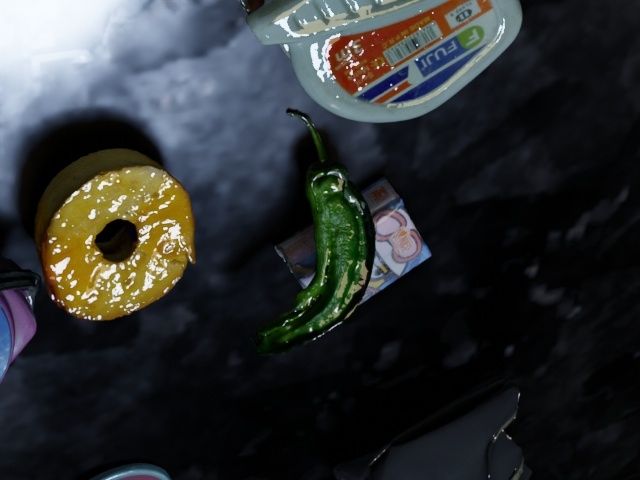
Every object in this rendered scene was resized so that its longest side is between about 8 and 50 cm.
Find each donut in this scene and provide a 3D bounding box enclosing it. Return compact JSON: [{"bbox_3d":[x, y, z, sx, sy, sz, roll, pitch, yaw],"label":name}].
[{"bbox_3d":[-0.221,-0.013,1.428,0.174,0.074,0.190,-27,134,-11],"label":"donut"}]

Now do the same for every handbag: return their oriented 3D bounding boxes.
[{"bbox_3d":[0.175,0.342,1.941,0.288,0.152,0.342,-34,142,-16],"label":"handbag"}]

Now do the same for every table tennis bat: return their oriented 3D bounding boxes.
[{"bbox_3d":[-0.301,0.352,1.745,0.244,0.040,0.153,-9,133,-29],"label":"table tennis bat"}]

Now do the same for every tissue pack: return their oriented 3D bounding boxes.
[{"bbox_3d":[0.041,0.013,1.614,0.155,0.065,0.115,-33,137,0],"label":"tissue pack"}]

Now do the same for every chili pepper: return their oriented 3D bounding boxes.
[{"bbox_3d":[0.001,0.000,1.524,0.122,0.065,0.278,8,98,-8],"label":"chili pepper"}]

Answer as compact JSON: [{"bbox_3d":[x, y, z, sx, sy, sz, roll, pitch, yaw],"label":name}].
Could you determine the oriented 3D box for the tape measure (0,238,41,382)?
[{"bbox_3d":[-0.408,0.068,1.352,0.245,0.149,0.231,-35,135,-9],"label":"tape measure"}]

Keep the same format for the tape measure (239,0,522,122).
[{"bbox_3d":[0.060,-0.239,1.358,0.243,0.125,0.246,-30,135,7],"label":"tape measure"}]
